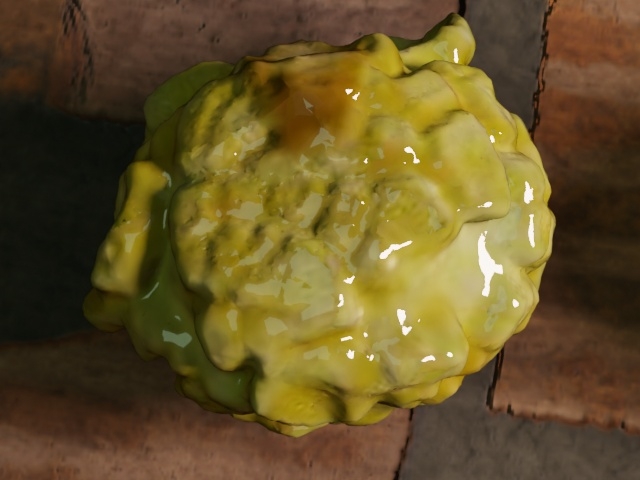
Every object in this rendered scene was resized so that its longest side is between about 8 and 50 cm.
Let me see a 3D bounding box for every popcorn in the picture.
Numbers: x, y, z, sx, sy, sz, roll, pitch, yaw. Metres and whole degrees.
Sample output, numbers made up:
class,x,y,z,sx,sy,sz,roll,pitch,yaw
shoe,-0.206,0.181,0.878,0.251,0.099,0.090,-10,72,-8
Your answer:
class,x,y,z,sx,sy,sz,roll,pitch,yaw
popcorn,0.000,-0.012,0.888,0.235,0.181,0.217,-3,78,2
